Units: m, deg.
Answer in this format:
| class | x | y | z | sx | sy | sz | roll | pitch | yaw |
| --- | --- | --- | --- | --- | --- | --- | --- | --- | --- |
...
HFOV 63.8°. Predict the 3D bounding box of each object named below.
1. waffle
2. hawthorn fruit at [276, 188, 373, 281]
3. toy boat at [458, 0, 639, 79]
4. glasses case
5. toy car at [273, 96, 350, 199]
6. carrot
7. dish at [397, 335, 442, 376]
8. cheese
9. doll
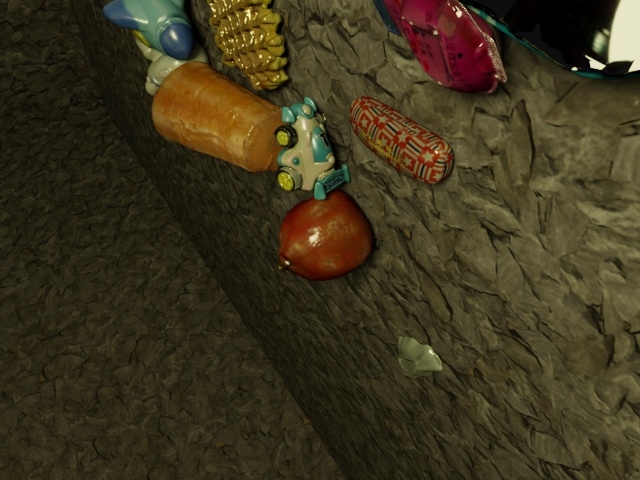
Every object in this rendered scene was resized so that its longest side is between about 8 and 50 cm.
| class | x | y | z | sx | sy | sz | roll | pitch | yaw |
| --- | --- | --- | --- | --- | --- | --- | --- | --- | --- |
| waffle | -0.140 | -0.390 | 0.976 | 0.253 | 0.056 | 0.249 | 57 | 158 | 8 |
| hawthorn fruit | 0.000 | 0.000 | 0.959 | 0.169 | 0.188 | 0.169 | 40 | 151 | 28 |
| toy boat | 0.179 | -0.243 | 0.422 | 0.299 | 0.092 | 0.134 | 46 | 121 | 21 |
| glasses case | 0.106 | -0.142 | 0.739 | 0.194 | 0.049 | 0.073 | 43 | 152 | 38 |
| toy car | -0.008 | -0.161 | 0.907 | 0.098 | 0.126 | 0.161 | 19 | 127 | 29 |
| carrot | -0.189 | -0.230 | 1.049 | 0.254 | 0.196 | 0.196 | 35 | 148 | 26 |
| dish | 0.189 | 0.241 | 1.029 | 0.091 | 0.039 | 0.137 | 62 | 160 | -1 |
| cheese | 0.121 | -0.233 | 0.563 | 0.155 | 0.062 | 0.244 | 48 | -176 | -41 |
| doll | -0.380 | -0.475 | 1.224 | 0.376 | 0.187 | 0.365 | 5 | 136 | 32 |
